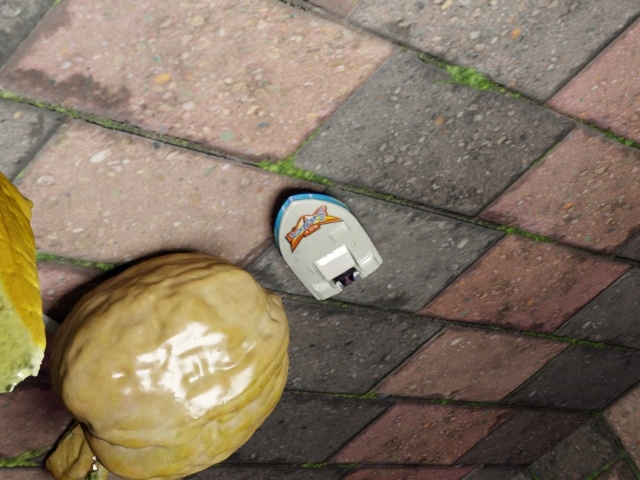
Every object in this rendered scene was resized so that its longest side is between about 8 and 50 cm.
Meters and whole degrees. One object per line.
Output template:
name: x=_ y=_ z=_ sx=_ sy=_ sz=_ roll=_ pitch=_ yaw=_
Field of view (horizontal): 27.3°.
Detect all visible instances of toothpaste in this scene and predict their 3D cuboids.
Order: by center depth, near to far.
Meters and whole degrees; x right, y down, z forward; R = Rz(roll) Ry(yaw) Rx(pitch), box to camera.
toothpaste: x=-0.400 y=0.131 z=1.882 sx=0.067 sy=0.043 sz=0.194 roll=-36 pitch=146 yaw=10

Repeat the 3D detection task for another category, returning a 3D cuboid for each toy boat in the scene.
toy boat: x=0.000 y=0.000 z=1.966 sx=0.129 sy=0.088 sz=0.295 roll=-30 pitch=152 yaw=3

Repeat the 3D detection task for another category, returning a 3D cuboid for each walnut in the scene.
walnut: x=-0.199 y=0.168 z=1.860 sx=0.344 sy=0.306 sz=0.306 roll=-35 pitch=154 yaw=-18

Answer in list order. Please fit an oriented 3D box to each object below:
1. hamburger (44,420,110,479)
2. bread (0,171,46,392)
hamburger: x=-0.385 y=0.369 z=2.213 sx=0.087 sy=0.102 sz=0.176 roll=-11 pitch=149 yaw=-51
bread: x=-0.414 y=0.084 z=1.460 sx=0.233 sy=0.362 sz=0.245 roll=-28 pitch=149 yaw=-1
